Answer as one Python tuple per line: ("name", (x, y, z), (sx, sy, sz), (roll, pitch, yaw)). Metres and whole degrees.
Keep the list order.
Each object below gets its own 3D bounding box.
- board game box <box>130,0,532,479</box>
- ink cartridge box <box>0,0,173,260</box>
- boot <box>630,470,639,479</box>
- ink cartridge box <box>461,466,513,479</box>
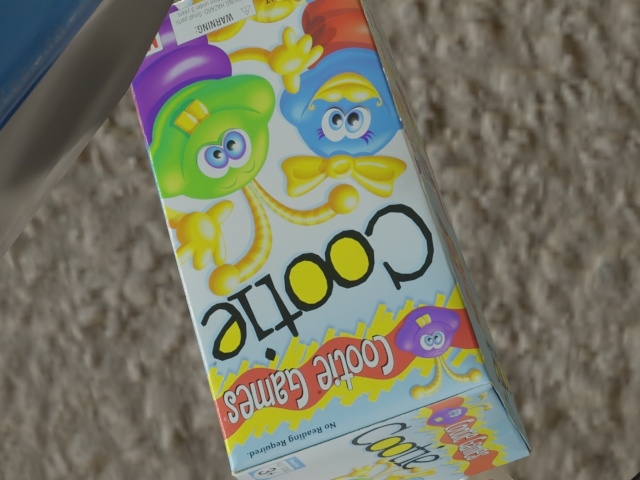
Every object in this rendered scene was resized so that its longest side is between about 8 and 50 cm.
("board game box", (0.000, 0.000, 1.008), (0.142, 0.144, 0.275), (-21, 65, 7))
("ink cartridge box", (-0.244, -0.115, 0.440), (0.395, 0.166, 0.285), (31, 44, -3))
("boot", (0.074, 0.087, 0.392), (0.099, 0.121, 0.045), (-33, 43, 29))
("ink cartridge box", (0.059, 0.276, 1.069), (0.168, 0.171, 0.232), (-29, 23, 37))
